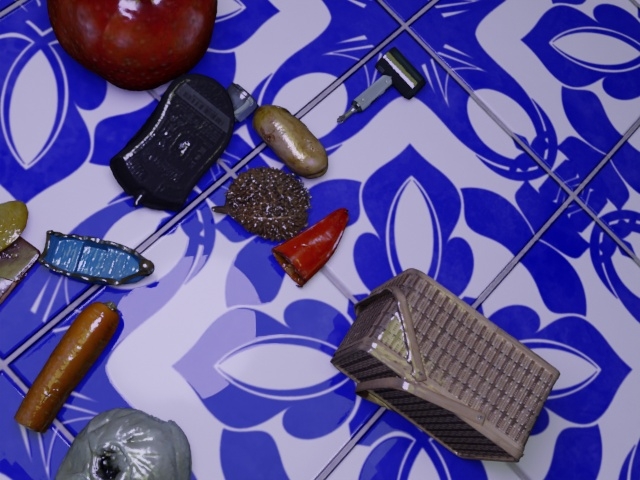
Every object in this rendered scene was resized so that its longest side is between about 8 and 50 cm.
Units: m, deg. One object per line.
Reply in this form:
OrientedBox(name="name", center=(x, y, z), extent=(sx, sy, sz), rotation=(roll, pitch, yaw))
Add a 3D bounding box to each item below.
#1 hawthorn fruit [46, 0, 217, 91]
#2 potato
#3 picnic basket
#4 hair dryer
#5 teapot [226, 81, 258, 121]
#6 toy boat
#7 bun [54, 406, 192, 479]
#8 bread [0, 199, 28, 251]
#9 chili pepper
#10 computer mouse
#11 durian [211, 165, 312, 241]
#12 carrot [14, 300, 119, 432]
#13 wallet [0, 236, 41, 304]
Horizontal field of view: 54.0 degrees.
OrientedBox(name="hawthorn fruit", center=(-0.308, -0.402, 1.029), extent=(0.284, 0.369, 0.285), rotation=(-1, 95, -15))
OrientedBox(name="potato", center=(-0.055, -0.183, 1.151), extent=(0.080, 0.107, 0.170), rotation=(-43, 83, 17))
OrientedBox(name="picnic basket", center=(0.185, 0.215, 1.037), extent=(0.312, 0.228, 0.175), rotation=(36, 69, -2))
OrientedBox(name="hair dryer", center=(0.110, -0.289, 1.248), extent=(0.197, 0.057, 0.100), rotation=(-41, 87, -10))
OrientedBox(name="teapot", center=(-0.150, -0.250, 1.165), extent=(0.057, 0.088, 0.066), rotation=(-50, 131, 2))
OrientedBox(name="toy boat", center=(-0.368, 0.032, 1.043), extent=(0.185, 0.077, 0.075), rotation=(15, 72, -8))
OrientedBox(name="bun", center=(-0.300, 0.367, 0.954), extent=(0.221, 0.108, 0.221), rotation=(3, 76, -12))
OrientedBox(name="bread", center=(-0.576, -0.038, 1.015), extent=(0.187, 0.065, 0.149), rotation=(-16, 66, -6))
OrientedBox(name="chili pepper", center=(-0.003, -0.003, 1.142), extent=(0.169, 0.065, 0.088), rotation=(-44, 104, -23))
OrientedBox(name="computer mouse", center=(-0.259, -0.168, 1.114), extent=(0.147, 0.088, 0.264), rotation=(40, 74, -23))
OrientedBox(name="durian", center=(-0.101, -0.073, 1.120), extent=(0.188, 0.091, 0.148), rotation=(-9, 78, -12))
OrientedBox(name="carrot", center=(-0.399, 0.192, 1.002), extent=(0.067, 0.067, 0.225), rotation=(31, 73, -3))
OrientedBox(name="wallet", center=(-0.548, 0.062, 1.025), extent=(0.095, 0.026, 0.176), rotation=(36, 71, 1))
